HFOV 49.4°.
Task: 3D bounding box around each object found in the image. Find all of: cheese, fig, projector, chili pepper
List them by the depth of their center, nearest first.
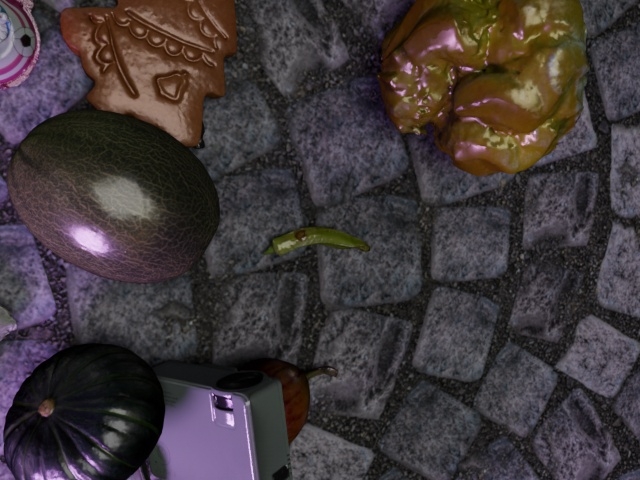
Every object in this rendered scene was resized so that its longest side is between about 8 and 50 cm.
[{"bbox_3d":[-0.513,-0.269,1.022,0.155,0.062,0.244,36,84,-22],"label":"cheese"},{"bbox_3d":[-0.169,0.298,1.116,0.099,0.256,0.192,-19,105,-51],"label":"projector"},{"bbox_3d":[-0.083,0.265,1.205,0.149,0.148,0.202,64,37,-40],"label":"fig"},{"bbox_3d":[0.000,-0.001,1.251,0.208,0.043,0.049,-3,85,-20],"label":"chili pepper"}]

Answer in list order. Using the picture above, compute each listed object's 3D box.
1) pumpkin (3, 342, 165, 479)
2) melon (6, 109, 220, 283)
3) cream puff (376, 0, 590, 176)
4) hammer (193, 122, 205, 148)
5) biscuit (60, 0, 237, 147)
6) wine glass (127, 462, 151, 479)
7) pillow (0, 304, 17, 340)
[{"bbox_3d":[-0.346,0.279,1.056,0.216,0.250,0.250,39,82,-38],"label":"pumpkin"},{"bbox_3d":[-0.301,-0.066,1.028,0.301,0.237,0.237,27,87,-20],"label":"melon"},{"bbox_3d":[0.246,-0.275,1.168,0.275,0.378,0.378,-18,102,-17],"label":"cream puff"},{"bbox_3d":[-0.289,-0.185,1.134,0.201,0.021,0.078,-5,98,-20],"label":"hammer"},{"bbox_3d":[-0.247,-0.313,1.112,0.284,0.043,0.306,43,77,-13],"label":"biscuit"},{"bbox_3d":[-0.393,0.421,1.125,0.231,0.103,0.103,-19,102,-14],"label":"wine glass"},{"bbox_3d":[-0.587,0.165,1.051,0.229,0.051,0.128,-45,107,-8],"label":"pillow"}]
